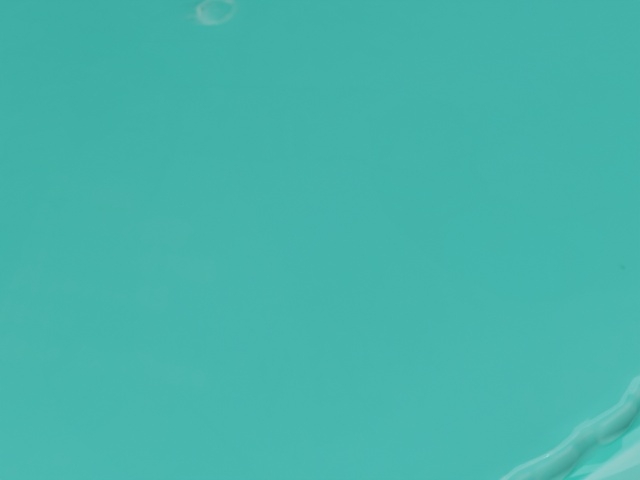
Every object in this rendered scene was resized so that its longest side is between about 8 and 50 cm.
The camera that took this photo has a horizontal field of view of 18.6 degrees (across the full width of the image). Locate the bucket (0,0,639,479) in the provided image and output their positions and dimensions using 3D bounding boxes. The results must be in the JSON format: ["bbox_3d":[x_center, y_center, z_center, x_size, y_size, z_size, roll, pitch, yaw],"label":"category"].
[{"bbox_3d":[0.000,0.000,0.449,0.281,0.183,0.281,-7,59,11],"label":"bucket"}]
